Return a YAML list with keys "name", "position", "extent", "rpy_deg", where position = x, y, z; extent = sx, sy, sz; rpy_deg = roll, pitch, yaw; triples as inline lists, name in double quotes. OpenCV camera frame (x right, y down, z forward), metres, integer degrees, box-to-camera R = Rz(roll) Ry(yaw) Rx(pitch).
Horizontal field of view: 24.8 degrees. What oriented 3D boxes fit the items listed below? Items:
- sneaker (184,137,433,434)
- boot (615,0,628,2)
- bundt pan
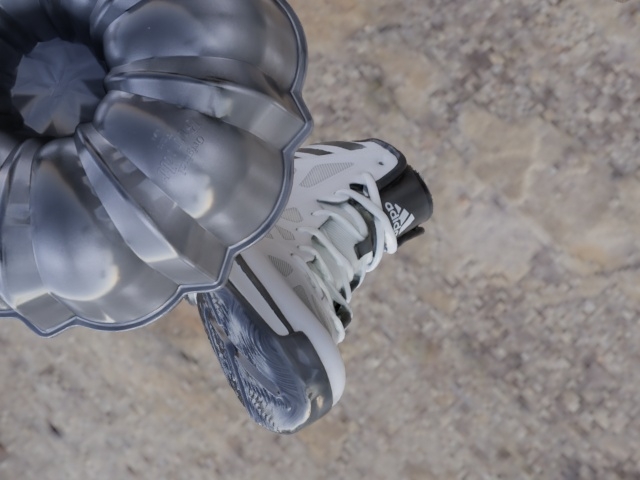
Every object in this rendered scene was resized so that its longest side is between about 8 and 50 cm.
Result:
- name: "sneaker"
  position: [0.000, -0.001, 1.330]
  extent: [0.447, 0.257, 0.169]
  rpy_deg: [-129, 20, -63]
- name: "boot"
  position: [0.230, -0.326, 1.087]
  extent: [0.115, 0.112, 0.305]
  rpy_deg: [5, 123, -6]
- name: "bundt pan"
  position: [-0.175, -0.103, 0.954]
  extent: [0.331, 0.331, 0.124]
  rpy_deg: [44, 180, 11]
